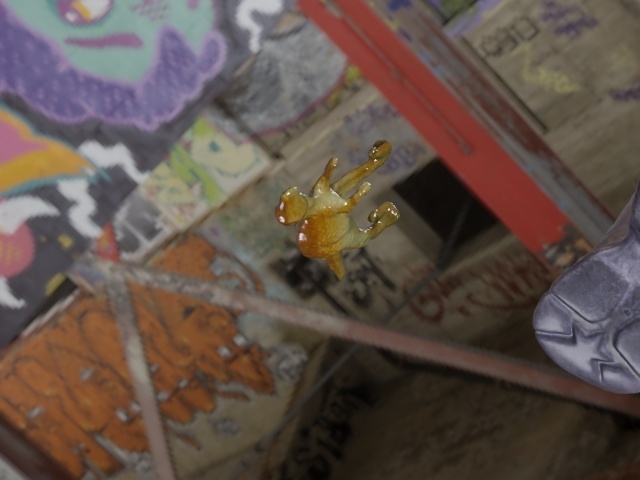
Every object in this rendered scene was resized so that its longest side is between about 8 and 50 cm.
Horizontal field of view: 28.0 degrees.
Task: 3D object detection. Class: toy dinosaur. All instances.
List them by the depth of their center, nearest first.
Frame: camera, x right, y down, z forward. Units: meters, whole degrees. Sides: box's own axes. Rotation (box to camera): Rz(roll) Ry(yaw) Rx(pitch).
[{"bbox_3d":[0.000,0.000,0.867,0.126,0.039,0.162,-30,153,-40],"label":"toy dinosaur"}]

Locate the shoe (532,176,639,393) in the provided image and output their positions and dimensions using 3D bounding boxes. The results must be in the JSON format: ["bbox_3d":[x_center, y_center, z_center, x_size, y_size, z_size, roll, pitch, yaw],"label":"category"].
[{"bbox_3d":[0.210,-0.024,0.654,0.137,0.095,0.245,-44,170,-39],"label":"shoe"}]
